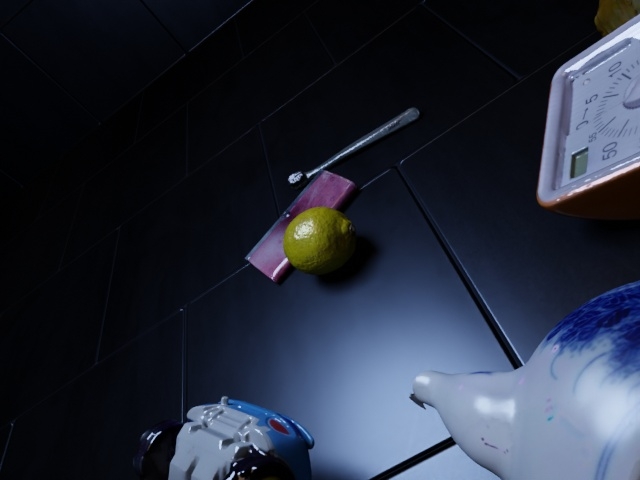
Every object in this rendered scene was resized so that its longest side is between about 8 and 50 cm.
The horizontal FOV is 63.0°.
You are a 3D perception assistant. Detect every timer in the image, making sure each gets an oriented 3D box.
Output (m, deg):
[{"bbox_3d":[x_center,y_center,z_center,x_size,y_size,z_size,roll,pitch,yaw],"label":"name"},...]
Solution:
[{"bbox_3d":[0.386,-0.152,0.603,0.249,0.161,0.258,-14,46,44],"label":"timer"}]

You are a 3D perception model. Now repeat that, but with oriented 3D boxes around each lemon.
[{"bbox_3d":[0.000,0.000,0.841,0.133,0.109,0.109,-23,41,35],"label":"lemon"}]

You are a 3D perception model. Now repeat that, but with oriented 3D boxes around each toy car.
[{"bbox_3d":[-0.095,0.335,0.569,0.198,0.165,0.315,-2,82,44],"label":"toy car"}]

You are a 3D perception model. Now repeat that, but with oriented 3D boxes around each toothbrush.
[{"bbox_3d":[0.062,-0.179,1.026,0.297,0.030,0.030,-27,66,18],"label":"toothbrush"}]

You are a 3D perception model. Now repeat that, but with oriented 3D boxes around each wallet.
[{"bbox_3d":[-0.036,-0.030,0.973,0.232,0.025,0.119,-50,38,-8],"label":"wallet"}]

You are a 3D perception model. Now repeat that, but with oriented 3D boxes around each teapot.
[{"bbox_3d":[0.261,0.149,0.354,0.423,0.280,0.253,7,87,21],"label":"teapot"}]

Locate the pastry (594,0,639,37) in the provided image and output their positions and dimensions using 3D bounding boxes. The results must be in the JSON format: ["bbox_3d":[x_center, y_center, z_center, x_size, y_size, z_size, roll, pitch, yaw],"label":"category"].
[{"bbox_3d":[0.477,-0.400,0.672,0.161,0.311,0.255,17,72,17],"label":"pastry"}]
